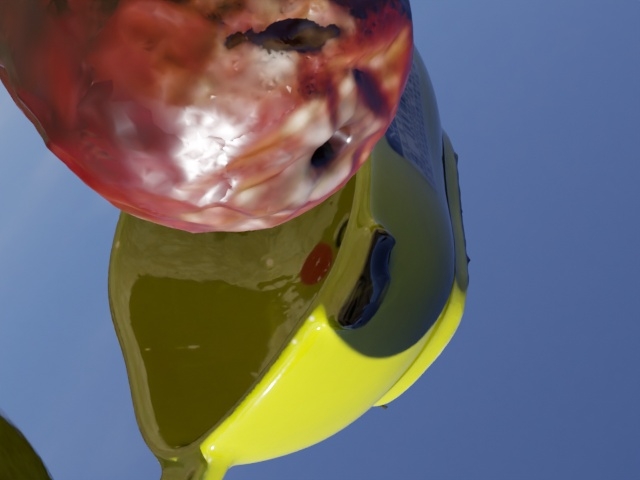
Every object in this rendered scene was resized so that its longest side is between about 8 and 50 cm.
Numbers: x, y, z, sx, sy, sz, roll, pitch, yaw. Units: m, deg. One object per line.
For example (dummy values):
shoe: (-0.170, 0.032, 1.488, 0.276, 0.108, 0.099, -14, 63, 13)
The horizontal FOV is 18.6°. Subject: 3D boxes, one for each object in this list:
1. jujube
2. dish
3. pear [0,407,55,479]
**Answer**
jujube: (-0.035, -0.061, 0.354, 0.077, 0.129, 0.077, -27, 156, -13)
dish: (0.000, 0.000, 0.927, 0.221, 0.108, 0.262, -52, -149, 30)
pear: (-0.201, 0.143, 0.668, 0.253, 0.253, 0.307, -50, -176, 3)
